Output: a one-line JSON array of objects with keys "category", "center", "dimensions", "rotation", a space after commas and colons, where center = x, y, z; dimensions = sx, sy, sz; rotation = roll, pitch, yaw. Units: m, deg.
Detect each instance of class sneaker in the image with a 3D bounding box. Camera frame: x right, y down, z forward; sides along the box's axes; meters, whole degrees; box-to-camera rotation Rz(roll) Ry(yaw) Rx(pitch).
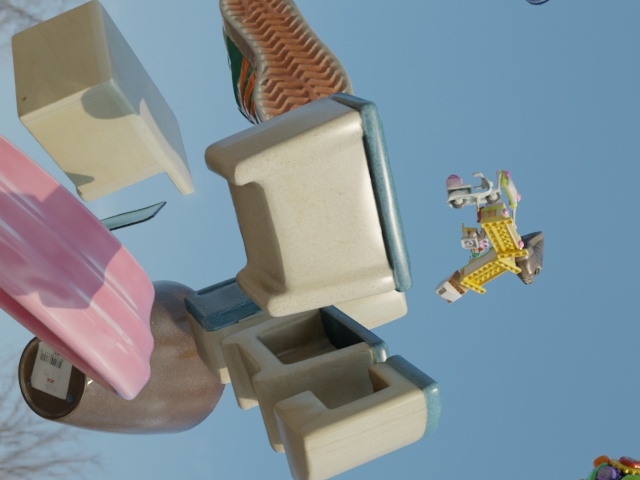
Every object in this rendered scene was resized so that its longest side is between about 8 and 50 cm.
[{"category": "sneaker", "center": [-0.034, -0.159, 1.092], "dimensions": [0.121, 0.108, 0.302], "rotation": [86, -14, -50]}, {"category": "sneaker", "center": [0.409, 0.034, 1.950], "dimensions": [0.066, 0.188, 0.071], "rotation": [-15, -82, 26]}]

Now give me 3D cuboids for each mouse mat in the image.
[{"category": "mouse mat", "center": [-0.266, -0.008, 1.088], "dimensions": [0.152, 0.190, 0.007], "rotation": [-106, 179, -81]}]

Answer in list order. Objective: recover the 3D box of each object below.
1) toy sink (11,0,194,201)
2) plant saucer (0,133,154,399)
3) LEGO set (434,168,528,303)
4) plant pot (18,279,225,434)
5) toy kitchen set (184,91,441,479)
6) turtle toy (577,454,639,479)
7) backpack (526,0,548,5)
[{"category": "toy sink", "center": [-0.275, -0.152, 1.240], "dimensions": [0.234, 0.131, 0.152], "rotation": [60, 10, -53]}, {"category": "plant saucer", "center": [-0.251, -0.009, 0.766], "dimensions": [0.084, 0.332, 0.332], "rotation": [-51, -153, -17]}, {"category": "LEGO set", "center": [0.251, -0.014, 1.518], "dimensions": [0.287, 0.132, 0.107], "rotation": [86, 11, -55]}, {"category": "plant pot", "center": [-0.270, 0.161, 1.275], "dimensions": [0.215, 0.230, 0.215], "rotation": [-1, -91, 27]}, {"category": "toy kitchen set", "center": [0.000, 0.000, 0.498], "dimensions": [0.207, 0.122, 0.166], "rotation": [-149, -137, -64]}, {"category": "turtle toy", "center": [0.324, 0.267, 1.042], "dimensions": [0.130, 0.095, 0.066], "rotation": [-32, 133, -80]}, {"category": "backpack", "center": [0.351, -0.429, 1.569], "dimensions": [0.105, 0.084, 0.114], "rotation": [-32, -148, 13]}]
